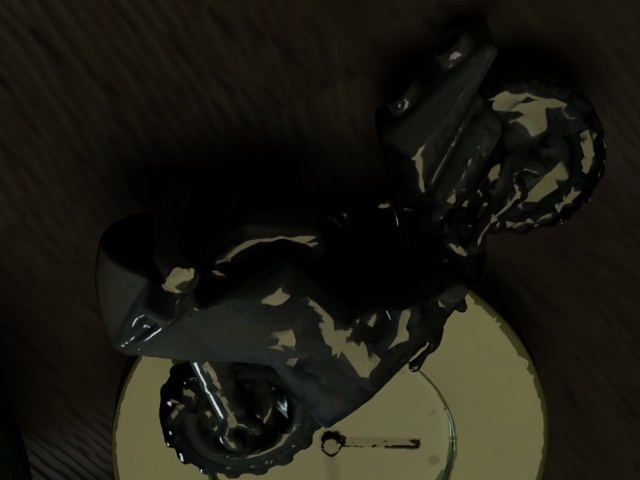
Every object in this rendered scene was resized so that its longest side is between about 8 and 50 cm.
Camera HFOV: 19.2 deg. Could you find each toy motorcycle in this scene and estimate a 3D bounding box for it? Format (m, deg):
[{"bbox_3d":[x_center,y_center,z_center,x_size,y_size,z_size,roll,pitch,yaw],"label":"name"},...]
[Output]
[{"bbox_3d":[0.000,0.000,0.897,0.159,0.106,0.270,37,110,-24],"label":"toy motorcycle"}]

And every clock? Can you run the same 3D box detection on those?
[{"bbox_3d":[0.005,0.106,1.016,0.235,0.029,0.235,-1,115,-3],"label":"clock"}]

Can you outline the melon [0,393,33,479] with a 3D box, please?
[{"bbox_3d":[-0.238,0.144,0.992,0.182,0.182,0.288,-1,137,-4],"label":"melon"}]
